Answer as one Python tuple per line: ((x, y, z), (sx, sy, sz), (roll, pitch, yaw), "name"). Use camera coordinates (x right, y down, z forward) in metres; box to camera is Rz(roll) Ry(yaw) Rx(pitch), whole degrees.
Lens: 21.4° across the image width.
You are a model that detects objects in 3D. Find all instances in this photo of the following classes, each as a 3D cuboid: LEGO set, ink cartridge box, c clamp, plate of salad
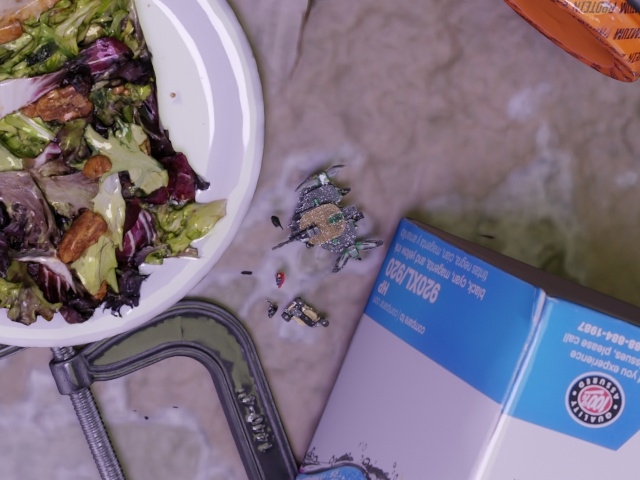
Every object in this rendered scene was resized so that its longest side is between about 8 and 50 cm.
((-0.003, 0.000, 0.808), (0.054, 0.023, 0.083), (31, 105, -15), "LEGO set")
((0.092, 0.137, 0.772), (0.171, 0.168, 0.233), (20, 94, -22), "ink cartridge box")
((-0.084, 0.098, 0.805), (0.137, 0.022, 0.161), (-28, 104, -13), "c clamp")
((-0.120, -0.049, 0.749), (0.199, 0.048, 0.200), (-2, 98, -15), "plate of salad")

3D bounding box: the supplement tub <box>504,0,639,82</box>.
((0.164, -0.173, 0.765), (0.117, 0.117, 0.190), (39, 89, -17), "supplement tub")
